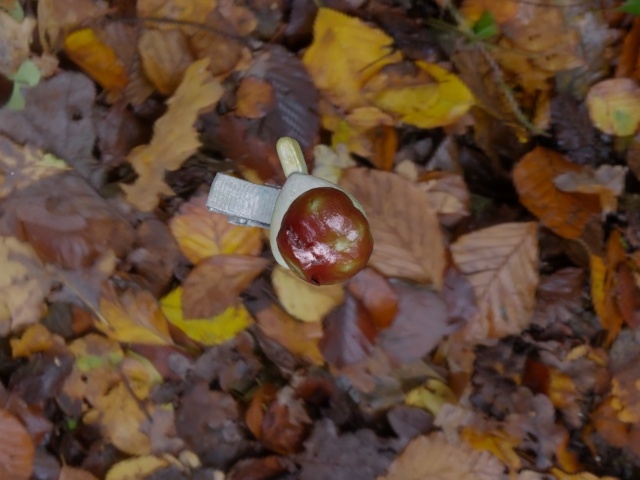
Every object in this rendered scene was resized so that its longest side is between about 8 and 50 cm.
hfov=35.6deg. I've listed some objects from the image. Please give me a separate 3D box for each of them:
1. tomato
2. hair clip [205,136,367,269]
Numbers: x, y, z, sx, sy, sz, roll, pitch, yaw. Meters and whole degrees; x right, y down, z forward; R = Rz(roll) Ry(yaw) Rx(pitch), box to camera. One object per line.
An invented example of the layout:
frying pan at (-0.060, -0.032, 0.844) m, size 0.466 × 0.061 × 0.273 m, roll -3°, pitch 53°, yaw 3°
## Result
tomato at (0.000, 0.000, 0.848) m, size 0.075 × 0.087 × 0.087 m, roll -34°, pitch 103°, yaw -23°
hair clip at (-0.039, -0.047, 1.239) m, size 0.071 × 0.218 × 0.159 m, roll 10°, pitch 94°, yaw -61°
